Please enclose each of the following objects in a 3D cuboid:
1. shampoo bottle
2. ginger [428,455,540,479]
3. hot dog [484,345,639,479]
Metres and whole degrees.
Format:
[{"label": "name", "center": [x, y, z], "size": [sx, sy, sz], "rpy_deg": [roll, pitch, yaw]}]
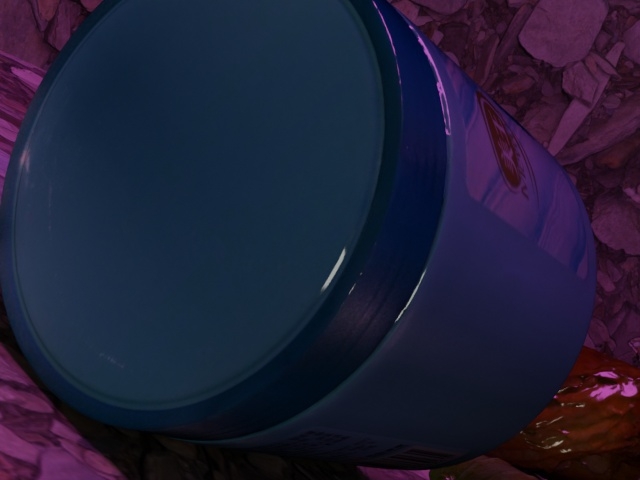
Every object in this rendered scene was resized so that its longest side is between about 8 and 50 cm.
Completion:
[{"label": "shampoo bottle", "center": [0.000, 0.000, 0.795], "size": [0.331, 0.331, 0.343], "rpy_deg": [36, 6, 37]}, {"label": "ginger", "center": [0.135, 0.224, 0.804], "size": [0.137, 0.089, 0.290], "rpy_deg": [7, 6, 13]}, {"label": "hot dog", "center": [0.218, 0.175, 1.239], "size": [0.267, 0.174, 0.388], "rpy_deg": [29, -3, -40]}]
